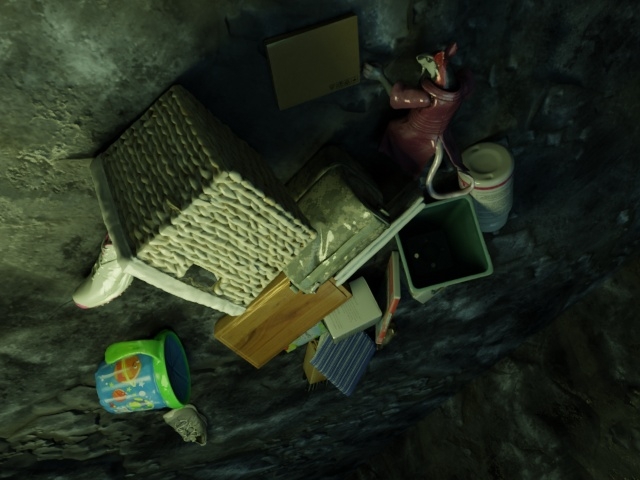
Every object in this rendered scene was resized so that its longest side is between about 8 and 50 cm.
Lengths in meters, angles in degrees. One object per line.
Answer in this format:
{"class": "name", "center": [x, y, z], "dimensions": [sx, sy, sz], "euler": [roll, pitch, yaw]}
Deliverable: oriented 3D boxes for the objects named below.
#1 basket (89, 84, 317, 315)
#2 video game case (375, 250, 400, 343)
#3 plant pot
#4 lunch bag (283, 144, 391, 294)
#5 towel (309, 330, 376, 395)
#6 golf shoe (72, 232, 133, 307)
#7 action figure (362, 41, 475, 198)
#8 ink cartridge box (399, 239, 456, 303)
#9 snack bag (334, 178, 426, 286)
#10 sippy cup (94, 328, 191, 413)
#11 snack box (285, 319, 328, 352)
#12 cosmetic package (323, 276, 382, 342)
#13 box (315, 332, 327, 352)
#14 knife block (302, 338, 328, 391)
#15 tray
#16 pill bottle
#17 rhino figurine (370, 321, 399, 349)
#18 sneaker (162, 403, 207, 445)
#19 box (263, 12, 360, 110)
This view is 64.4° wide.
{"class": "basket", "center": [-0.237, -0.077, 1.045], "dimensions": [0.266, 0.331, 0.328], "euler": [-42, 142, 9]}
{"class": "video game case", "center": [0.235, 0.204, 1.797], "dimensions": [0.025, 0.204, 0.285], "euler": [8, 136, -2]}
{"class": "plant pot", "center": [0.359, 0.025, 1.601], "dimensions": [0.247, 0.248, 0.252], "euler": [-15, 171, 1]}
{"class": "lunch bag", "center": [0.017, -0.039, 1.275], "dimensions": [0.305, 0.256, 0.212], "euler": [-41, 126, 19]}
{"class": "towel", "center": [0.093, 0.437, 1.967], "dimensions": [0.243, 0.040, 0.336], "euler": [-58, 137, -21]}
{"class": "golf shoe", "center": [-0.482, 0.038, 1.207], "dimensions": [0.306, 0.115, 0.140], "euler": [-37, 133, 1]}
{"class": "action figure", "center": [0.246, -0.283, 1.174], "dimensions": [0.248, 0.276, 0.370], "euler": [-15, 156, -8]}
{"class": "ink cartridge box", "center": [0.391, 0.097, 1.800], "dimensions": [0.212, 0.154, 0.093], "euler": [-39, 144, 12]}
{"class": "snack bag", "center": [0.168, -0.046, 1.414], "dimensions": [0.037, 0.342, 0.323], "euler": [42, 110, -6]}
{"class": "sippy cup", "center": [-0.534, 0.410, 1.524], "dimensions": [0.224, 0.240, 0.306], "euler": [-15, 104, -1]}
{"class": "snack box", "center": [-0.087, 0.296, 1.792], "dimensions": [0.174, 0.070, 0.207], "euler": [-28, 145, 2]}
{"class": "cosmetic package", "center": [0.096, 0.243, 1.752], "dimensions": [0.183, 0.151, 0.151], "euler": [-25, 163, -6]}
{"class": "box", "center": [0.060, 0.401, 1.973], "dimensions": [0.186, 0.038, 0.145], "euler": [33, 70, -49]}
{"class": "knife block", "center": [-0.027, 0.528, 2.095], "dimensions": [0.242, 0.088, 0.275], "euler": [-40, 143, 14]}
{"class": "tray", "center": [-0.120, 0.223, 1.616], "dimensions": [0.411, 0.076, 0.203], "euler": [-39, 117, 14]}
{"class": "pill bottle", "center": [0.514, -0.155, 1.576], "dimensions": [0.160, 0.160, 0.283], "euler": [-29, 144, 0]}
{"class": "rhino figurine", "center": [0.244, 0.430, 2.166], "dimensions": [0.243, 0.073, 0.106], "euler": [-48, 158, 27]}
{"class": "sneaker", "center": [-0.509, 0.724, 1.986], "dimensions": [0.105, 0.115, 0.281], "euler": [-30, 144, 1]}
{"class": "box", "center": [-0.011, -0.377, 1.080], "dimensions": [0.201, 0.021, 0.164], "euler": [-22, 143, -9]}
